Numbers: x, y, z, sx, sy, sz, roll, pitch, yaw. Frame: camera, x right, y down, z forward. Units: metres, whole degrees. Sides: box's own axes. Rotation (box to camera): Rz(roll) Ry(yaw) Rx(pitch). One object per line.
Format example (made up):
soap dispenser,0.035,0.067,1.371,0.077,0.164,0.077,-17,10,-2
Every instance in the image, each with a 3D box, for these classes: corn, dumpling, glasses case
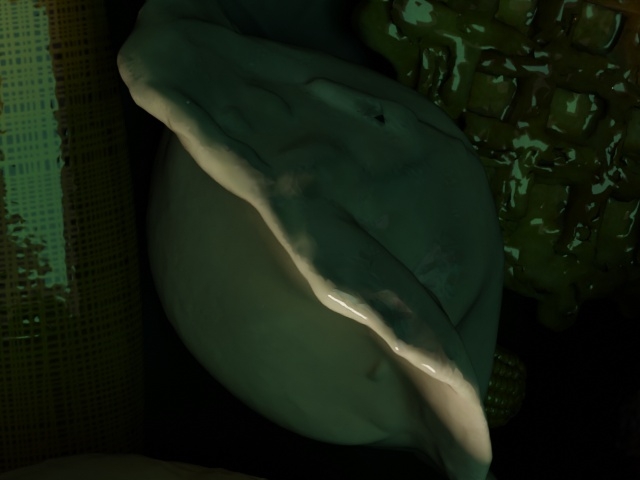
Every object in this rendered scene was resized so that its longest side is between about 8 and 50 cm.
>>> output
corn,0.042,0.048,0.744,0.092,0.037,0.037,24,94,-20
dumpling,0.000,0.000,0.644,0.124,0.151,0.229,-37,91,4
glasses case,-0.103,0.001,0.666,0.079,0.064,0.234,-6,106,-11

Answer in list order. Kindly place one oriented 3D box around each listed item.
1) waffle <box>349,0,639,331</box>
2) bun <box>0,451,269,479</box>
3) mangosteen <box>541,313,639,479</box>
waffle,0.134,-0.096,0.735,0.254,0.052,0.245,-36,113,-7
bun,-0.069,0.226,0.652,0.361,0.213,0.361,-3,102,-15
mangosteen,0.215,0.112,0.725,0.233,0.287,0.287,-27,113,18
